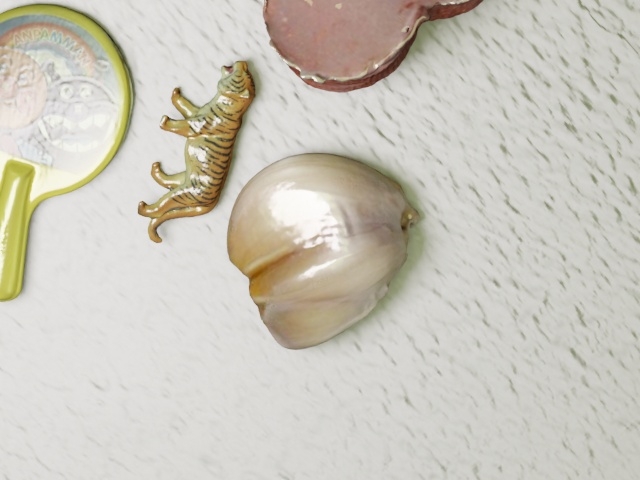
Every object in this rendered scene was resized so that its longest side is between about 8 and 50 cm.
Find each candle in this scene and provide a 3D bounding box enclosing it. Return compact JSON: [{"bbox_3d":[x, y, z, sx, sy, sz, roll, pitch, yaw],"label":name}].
[{"bbox_3d":[0.047,-0.336,1.787,0.317,0.131,0.287,-41,88,-2],"label":"candle"}]

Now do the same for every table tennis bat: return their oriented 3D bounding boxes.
[{"bbox_3d":[-0.358,-0.104,1.876,0.224,0.054,0.368,16,95,2],"label":"table tennis bat"}]

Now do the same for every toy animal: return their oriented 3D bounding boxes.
[{"bbox_3d":[-0.149,-0.106,1.861,0.099,0.057,0.241,16,98,0],"label":"toy animal"}]

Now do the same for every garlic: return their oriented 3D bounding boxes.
[{"bbox_3d":[0.000,0.000,1.846,0.228,0.110,0.217,-31,92,7],"label":"garlic"}]
